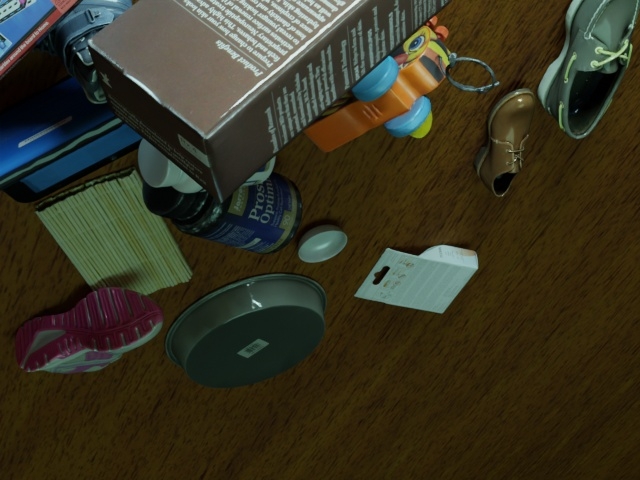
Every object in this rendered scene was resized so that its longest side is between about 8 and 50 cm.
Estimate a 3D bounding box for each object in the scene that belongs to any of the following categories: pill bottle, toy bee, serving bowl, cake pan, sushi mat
[{"bbox_3d":[-0.139,-0.058,1.901,0.123,0.123,0.219,-41,145,27],"label":"pill bottle"},{"bbox_3d":[0.117,-0.219,1.815,0.298,0.162,0.195,-1,139,23],"label":"toy bee"},{"bbox_3d":[0.000,0.000,2.169,0.083,0.027,0.083,-16,148,-10],"label":"serving bowl"},{"bbox_3d":[-0.120,0.164,2.316,0.293,0.054,0.293,-16,148,-10],"label":"cake pan"},{"bbox_3d":[-0.298,0.004,1.993,0.151,0.019,0.316,-22,149,0],"label":"sushi mat"},{"bbox_3d":[-0.150,-0.112,1.760,0.169,0.094,0.094,-10,148,-42],"label":"pill bottle"}]

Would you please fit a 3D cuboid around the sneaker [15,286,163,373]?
[{"bbox_3d":[-0.345,0.143,2.090,0.252,0.103,0.111,-15,161,23],"label":"sneaker"}]

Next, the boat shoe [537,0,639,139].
[{"bbox_3d":[0.404,-0.272,1.955,0.109,0.091,0.305,-11,147,-19],"label":"boat shoe"}]

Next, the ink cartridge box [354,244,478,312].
[{"bbox_3d":[0.166,0.060,2.374,0.179,0.045,0.145,13,137,-19],"label":"ink cartridge box"}]

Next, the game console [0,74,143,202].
[{"bbox_3d":[-0.296,-0.111,1.687,0.293,0.250,0.173,-27,122,7],"label":"game console"}]

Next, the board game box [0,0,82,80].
[{"bbox_3d":[-0.382,-0.244,1.463,0.281,0.145,0.027,-38,-176,23],"label":"board game box"}]

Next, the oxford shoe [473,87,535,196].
[{"bbox_3d":[0.297,-0.150,2.090,0.076,0.076,0.212,-11,145,-15],"label":"oxford shoe"}]

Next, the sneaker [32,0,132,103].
[{"bbox_3d":[-0.310,-0.223,1.508,0.226,0.163,0.086,-15,149,-10],"label":"sneaker"}]

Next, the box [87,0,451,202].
[{"bbox_3d":[-0.044,-0.242,1.483,0.381,0.191,0.143,-41,154,-19],"label":"box"}]
